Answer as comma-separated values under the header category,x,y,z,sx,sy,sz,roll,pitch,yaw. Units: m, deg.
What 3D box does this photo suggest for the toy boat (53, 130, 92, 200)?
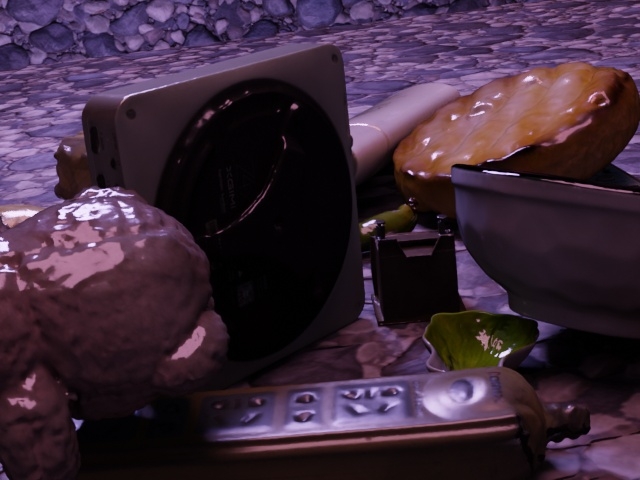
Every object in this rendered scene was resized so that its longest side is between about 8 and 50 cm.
category,x,y,z,sx,sy,sz,roll,pitch,yaw
toy boat,-0.179,-0.078,1.412,0.162,0.136,0.445,-14,18,-40

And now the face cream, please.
category,x,y,z,sx,sy,sz,roll,pitch,yaw
face cream,0.052,-0.122,1.522,0.173,0.081,0.348,-23,6,33

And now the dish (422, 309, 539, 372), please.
category,x,y,z,sx,sy,sz,roll,pitch,yaw
dish,0.123,0.096,0.924,0.091,0.039,0.137,4,19,17

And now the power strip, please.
category,x,y,z,sx,sy,sz,roll,pitch,yaw
power strip,-0.009,0.135,0.801,0.387,0.066,0.092,-4,20,3

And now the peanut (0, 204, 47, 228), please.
category,x,y,z,sx,sy,sz,roll,pitch,yaw
peanut,-0.351,0.042,1.093,0.318,0.148,0.147,-6,17,-20

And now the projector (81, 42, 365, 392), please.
category,x,y,z,sx,sy,sz,roll,pitch,yaw
projector,-0.063,-0.017,0.974,0.079,0.257,0.259,9,23,41

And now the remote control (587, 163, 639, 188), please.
category,x,y,z,sx,sy,sz,roll,pitch,yaw
remote control,0.316,-0.061,1.361,0.098,0.038,0.233,-8,19,-7

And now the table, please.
category,x,y,z,sx,sy,sz,roll,pitch,yaw
table,0.088,0.025,1.085,0.083,0.082,0.070,-5,18,-1

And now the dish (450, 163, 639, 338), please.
category,x,y,z,sx,sy,sz,roll,pitch,yaw
dish,0.240,0.012,0.962,0.303,0.120,0.303,9,5,-1

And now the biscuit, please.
category,x,y,z,sx,sy,sz,roll,pitch,yaw
biscuit,0.229,-0.112,1.365,0.296,0.102,0.296,-22,21,9

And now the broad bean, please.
category,x,y,z,sx,sy,sz,roll,pitch,yaw
broad bean,0.000,0.001,1.240,0.256,0.053,0.052,-13,-8,-22

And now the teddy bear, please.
category,x,y,z,sx,sy,sz,roll,pitch,yaw
teddy bear,-0.202,0.060,0.757,0.267,0.151,0.236,-16,51,-26
